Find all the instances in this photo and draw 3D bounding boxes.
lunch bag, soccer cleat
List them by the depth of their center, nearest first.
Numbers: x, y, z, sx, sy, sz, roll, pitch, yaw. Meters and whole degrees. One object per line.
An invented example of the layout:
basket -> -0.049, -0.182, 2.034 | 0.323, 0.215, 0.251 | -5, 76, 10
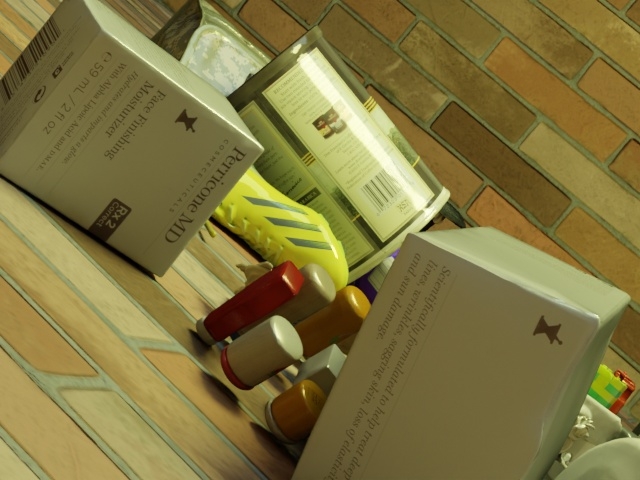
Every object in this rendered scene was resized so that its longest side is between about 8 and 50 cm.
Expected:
soccer cleat -> -0.087, -0.032, 1.819 | 0.289, 0.093, 0.121 | 46, 39, 15
lunch bag -> -0.132, -0.190, 2.162 | 0.235, 0.169, 0.287 | 41, 14, -22

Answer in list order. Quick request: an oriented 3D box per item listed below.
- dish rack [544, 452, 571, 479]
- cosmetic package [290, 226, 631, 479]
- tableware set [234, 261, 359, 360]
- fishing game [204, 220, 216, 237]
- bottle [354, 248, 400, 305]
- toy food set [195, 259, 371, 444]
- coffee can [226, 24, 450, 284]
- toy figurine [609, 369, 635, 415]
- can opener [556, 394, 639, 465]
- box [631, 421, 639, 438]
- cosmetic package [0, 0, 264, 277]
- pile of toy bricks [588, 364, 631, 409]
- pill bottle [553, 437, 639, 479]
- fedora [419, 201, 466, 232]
dish rack -> 0.340, 0.332, 1.748 | 0.285, 0.072, 0.333 | 37, 8, -18
cosmetic package -> 0.128, 0.112, 1.242 | 0.156, 0.217, 0.385 | 27, 5, 14
tableware set -> -0.015, 0.077, 1.437 | 0.168, 0.020, 0.141 | 37, -23, -5
fishing game -> -0.214, -0.100, 1.657 | 0.264, 0.041, 0.189 | 38, 5, -18
bottle -> 0.113, 0.073, 2.075 | 0.118, 0.092, 0.283 | 35, 8, -27
toy food set -> -0.038, 0.094, 1.266 | 0.111, 0.104, 0.232 | 52, 22, -14
coffee can -> 0.002, -0.104, 1.968 | 0.275, 0.201, 0.201 | 51, 6, -7
toy figurine -> 0.325, 0.199, 2.259 | 0.209, 0.148, 0.213 | 27, 16, -40
can opener -> 0.306, 0.223, 1.661 | 0.280, 0.074, 0.093 | 35, 7, -34
box -> 0.459, 0.337, 2.028 | 0.077, 0.147, 0.180 | 32, 10, -47
cosmetic package -> -0.178, -0.096, 1.354 | 0.183, 0.151, 0.151 | 35, 9, -28
pile of toy bricks -> 0.318, 0.189, 1.828 | 0.212, 0.105, 0.118 | 43, 7, 28
pill bottle -> 0.330, 0.322, 1.306 | 0.318, 0.176, 0.176 | 38, 7, -15
fedora -> 0.093, -0.071, 2.636 | 0.334, 0.152, 0.334 | 40, 3, -3
